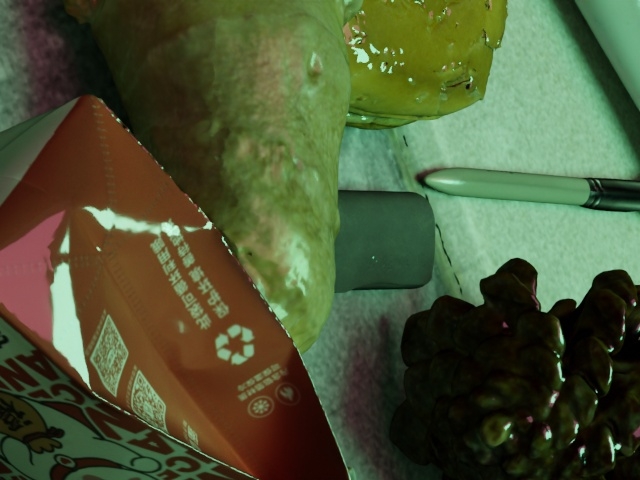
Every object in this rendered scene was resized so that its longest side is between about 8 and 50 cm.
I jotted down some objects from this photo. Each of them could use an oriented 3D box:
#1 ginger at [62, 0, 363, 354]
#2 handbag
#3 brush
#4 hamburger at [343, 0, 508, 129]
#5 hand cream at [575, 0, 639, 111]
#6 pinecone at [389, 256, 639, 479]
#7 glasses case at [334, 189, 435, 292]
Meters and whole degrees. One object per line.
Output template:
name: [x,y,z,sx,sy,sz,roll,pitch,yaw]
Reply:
ginger: [-0.058,-0.084,1.185,0.189,0.126,0.354,-5,78,-15]
handbag: [-0.115,0.078,1.100,0.298,0.171,0.151,48,53,-21]
brush: [0.193,-0.036,1.484,0.299,0.042,0.039,1,66,-37]
hamburger: [0.037,-0.183,1.334,0.213,0.108,0.214,5,83,-41]
hand cream: [0.249,-0.227,1.531,0.359,0.118,0.185,59,36,-23]
pinecone: [0.171,0.122,1.315,0.201,0.202,0.229,-15,91,-26]
glasses case: [-0.001,0.000,1.303,0.190,0.042,0.072,0,89,-41]
